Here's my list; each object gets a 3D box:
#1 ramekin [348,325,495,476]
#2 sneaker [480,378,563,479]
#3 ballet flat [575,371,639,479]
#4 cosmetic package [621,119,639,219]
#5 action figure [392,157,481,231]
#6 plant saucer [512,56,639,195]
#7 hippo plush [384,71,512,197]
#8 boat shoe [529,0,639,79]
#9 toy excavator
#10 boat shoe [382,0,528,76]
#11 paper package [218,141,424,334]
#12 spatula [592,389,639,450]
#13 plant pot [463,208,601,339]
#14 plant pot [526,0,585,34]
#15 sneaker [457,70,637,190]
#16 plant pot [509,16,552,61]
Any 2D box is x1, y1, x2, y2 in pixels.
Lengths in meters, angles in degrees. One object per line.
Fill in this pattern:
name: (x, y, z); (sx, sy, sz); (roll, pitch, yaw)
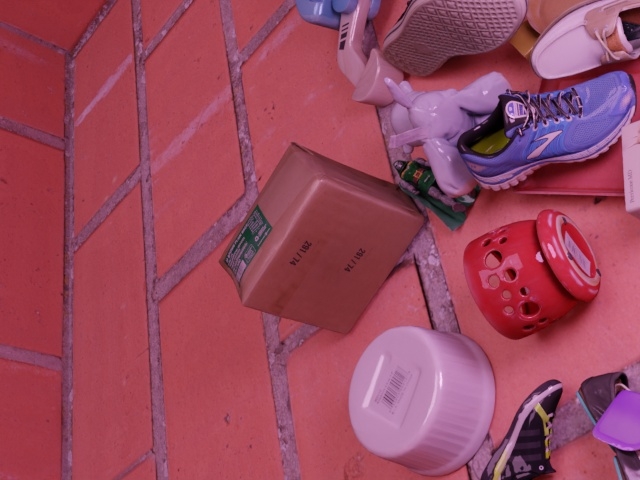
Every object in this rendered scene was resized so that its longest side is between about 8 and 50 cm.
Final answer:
ramekin: (0.178, 0.291, 1.775); (0.277, 0.135, 0.277); (-27, 54, 43)
sneaker: (0.359, 0.345, 1.583); (0.097, 0.084, 0.235); (33, 102, 29)
ballet flat: (0.472, 0.311, 1.422); (0.096, 0.095, 0.280); (-33, 47, 19)
cosmetic package: (0.620, -0.136, 1.431); (0.309, 0.113, 0.160); (-21, 57, 45)
action figure: (0.227, -0.121, 1.974); (0.137, 0.063, 0.232); (-56, 40, -2)
plant saucer: (0.481, -0.197, 1.697); (0.258, 0.047, 0.259); (6, 77, 54)
hippo plush: (0.233, -0.206, 1.883); (0.236, 0.294, 0.234); (-164, 68, -72)
boat shoe: (0.500, -0.360, 1.625); (0.302, 0.113, 0.103); (-29, 26, 21)
toy excavator: (0.071, -0.559, 2.315); (0.433, 0.222, 0.445); (17, 101, 54)
boat shoe: (0.270, -0.462, 1.920); (0.156, 0.187, 0.500); (-61, 12, -10)
paper package: (0.000, 0.000, 2.002); (0.325, 0.309, 0.168); (-57, 37, 18)
spatula: (0.508, 0.179, 1.423); (0.084, 0.030, 0.296); (21, 79, 45)
plant pot: (0.364, 0.050, 1.613); (0.174, 0.191, 0.191); (-31, 50, 30)
plant pot: (0.497, -0.457, 1.763); (0.236, 0.032, 0.236); (-17, 54, 24)
sneaker: (0.384, -0.199, 1.642); (0.330, 0.147, 0.130); (-27, 52, 28)
plant pot: (0.425, -0.386, 1.838); (0.083, 0.081, 0.081); (-47, 41, 18)
